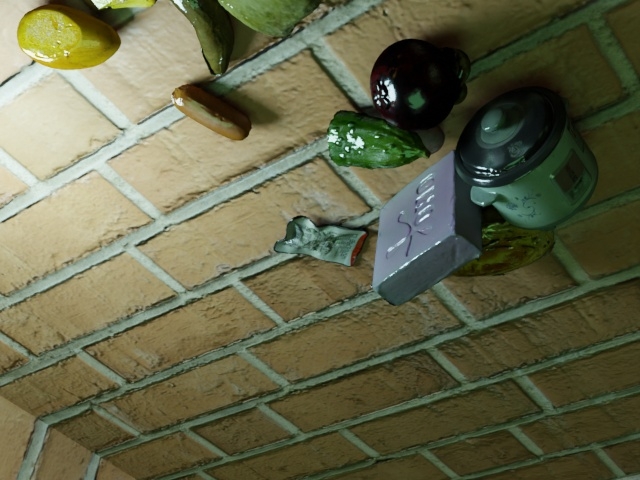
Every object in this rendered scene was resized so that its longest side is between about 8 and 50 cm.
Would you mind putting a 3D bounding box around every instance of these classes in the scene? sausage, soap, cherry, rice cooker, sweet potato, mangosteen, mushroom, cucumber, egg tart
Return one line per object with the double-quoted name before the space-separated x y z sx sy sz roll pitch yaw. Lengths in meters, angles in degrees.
"sausage" -0.252 -0.296 2.000 0.197 0.076 0.076 29 133 -20
"soap" 0.255 -0.026 2.062 0.107 0.296 0.285 33 130 -22
"cherry" 0.222 -0.238 1.987 0.126 0.087 0.106 4 142 7
"rice cooker" 0.449 -0.183 1.895 0.316 0.264 0.317 -12 116 -25
"sweet potato" -0.241 -0.459 1.820 0.112 0.085 0.286 13 155 22
"mangosteen" 0.204 -0.328 1.826 0.209 0.210 0.210 4 137 4
"mushroom" -0.102 -0.497 1.668 0.292 0.212 0.217 23 117 -27
"cucumber" 0.139 -0.214 1.924 0.244 0.134 0.134 15 146 35
"egg tart" 0.446 -0.007 2.189 0.297 0.132 0.297 -5 147 -3

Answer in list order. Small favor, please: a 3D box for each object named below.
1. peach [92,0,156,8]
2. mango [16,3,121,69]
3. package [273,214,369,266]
"peach" -0.400 -0.531 1.739 0.151 0.118 0.151 -1 170 0
"mango" -0.538 -0.438 1.871 0.217 0.102 0.141 3 114 0
"package" 0.000 0.000 2.313 0.231 0.040 0.166 9 141 -14
